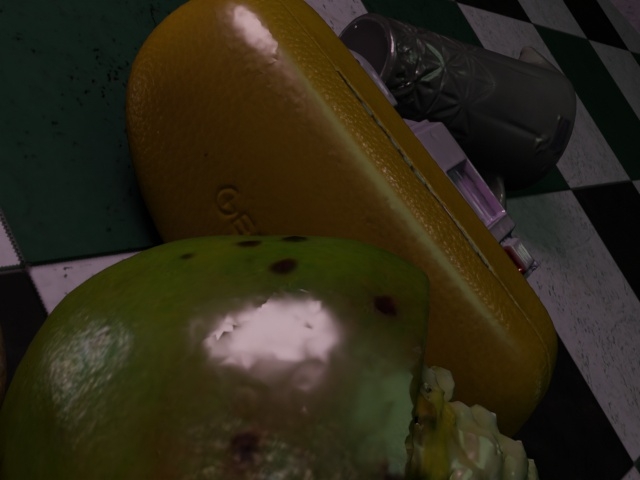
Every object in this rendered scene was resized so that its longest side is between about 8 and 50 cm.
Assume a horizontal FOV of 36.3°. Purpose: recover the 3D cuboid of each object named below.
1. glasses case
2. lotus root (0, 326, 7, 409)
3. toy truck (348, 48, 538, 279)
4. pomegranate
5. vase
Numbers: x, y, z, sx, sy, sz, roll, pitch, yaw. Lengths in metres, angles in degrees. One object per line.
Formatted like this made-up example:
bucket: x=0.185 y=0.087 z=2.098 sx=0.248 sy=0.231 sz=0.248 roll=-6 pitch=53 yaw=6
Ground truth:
glasses case: x=0.000 y=0.000 z=0.691 sx=0.371 sy=0.173 sz=0.141 roll=53 pitch=29 yaw=2
lotus root: x=-0.216 y=0.019 z=0.455 sx=0.113 sy=0.088 sz=0.192 roll=-3 pitch=62 yaw=-48
toy truck: x=0.044 y=-0.040 z=0.813 sx=0.268 sy=0.155 sz=0.124 roll=55 pitch=30 yaw=1
pomegranate: x=-0.031 y=0.120 z=0.484 sx=0.260 sy=0.260 sz=0.341 roll=52 pitch=-3 yaw=-5
vase: x=0.148 y=-0.149 z=1.105 sx=0.301 sy=0.156 sz=0.250 roll=15 pitch=73 yaw=-40
